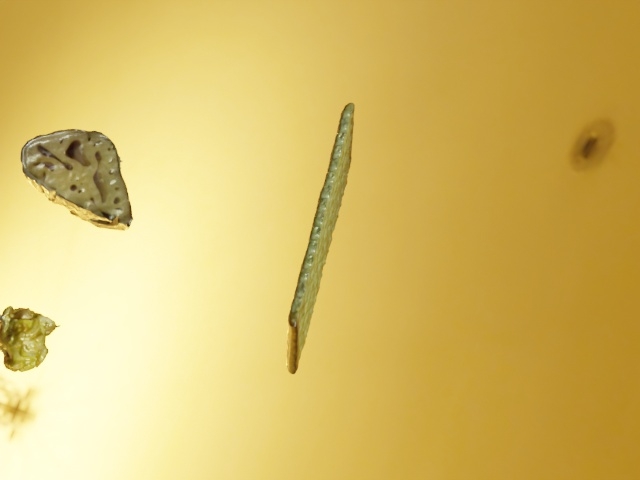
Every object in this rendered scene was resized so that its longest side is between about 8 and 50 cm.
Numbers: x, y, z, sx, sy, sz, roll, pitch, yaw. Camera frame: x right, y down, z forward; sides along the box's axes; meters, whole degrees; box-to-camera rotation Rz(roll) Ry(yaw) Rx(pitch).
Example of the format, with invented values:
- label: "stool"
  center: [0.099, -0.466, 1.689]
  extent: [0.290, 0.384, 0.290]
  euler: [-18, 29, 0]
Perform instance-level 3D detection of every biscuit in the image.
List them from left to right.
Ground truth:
- label: "biscuit"
  center: [0.000, 0.000, 1.436]
  extent: [0.139, 0.016, 0.231]
  euler: [94, 9, -65]

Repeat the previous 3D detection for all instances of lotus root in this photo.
- label: "lotus root"
  center: [-0.292, -0.079, 1.893]
  extent: [0.095, 0.159, 0.135]
  euler: [-57, -168, -14]

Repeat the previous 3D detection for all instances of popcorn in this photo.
- label: "popcorn"
  center: [-0.351, 0.115, 1.866]
  extent: [0.084, 0.084, 0.084]
  euler: [-39, -142, 39]
